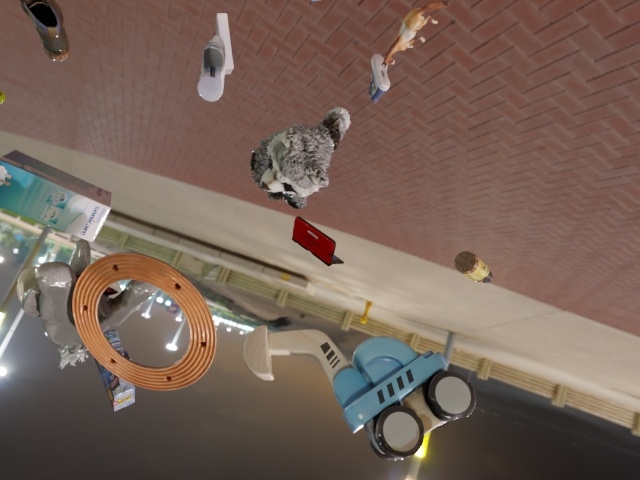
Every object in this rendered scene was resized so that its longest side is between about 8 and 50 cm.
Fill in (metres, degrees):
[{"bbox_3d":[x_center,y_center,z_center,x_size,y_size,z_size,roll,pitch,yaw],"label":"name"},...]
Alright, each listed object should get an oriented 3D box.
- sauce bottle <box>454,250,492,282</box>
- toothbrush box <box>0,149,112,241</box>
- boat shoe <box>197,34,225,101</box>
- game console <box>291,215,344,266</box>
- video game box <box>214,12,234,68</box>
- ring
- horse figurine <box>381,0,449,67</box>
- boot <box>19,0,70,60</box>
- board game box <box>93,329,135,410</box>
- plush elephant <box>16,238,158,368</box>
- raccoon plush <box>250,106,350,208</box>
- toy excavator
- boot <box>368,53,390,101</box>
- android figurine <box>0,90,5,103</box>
[{"bbox_3d":[0.284,0.053,0.759,0.042,0.042,0.128,9,172,38],"label":"sauce bottle"},{"bbox_3d":[-0.795,-0.134,1.238,0.296,0.126,0.216,26,-175,-31],"label":"toothbrush box"},{"bbox_3d":[-0.376,-0.606,1.478,0.095,0.084,0.258,17,151,-17],"label":"boat shoe"},{"bbox_3d":[0.000,0.000,1.143,0.144,0.085,0.124,34,135,25],"label":"game console"},{"bbox_3d":[-0.402,-0.811,1.732,0.048,0.205,0.187,-9,-163,-16],"label":"video game box"},{"bbox_3d":[-0.380,0.179,0.901,0.337,0.336,0.032,19,-158,3],"label":"ring"},{"bbox_3d":[0.327,-0.737,1.456,0.066,0.174,0.263,58,147,10],"label":"horse figurine"},{"bbox_3d":[-0.648,-0.548,0.969,0.106,0.082,0.219,-23,92,62],"label":"boot"},{"bbox_3d":[-0.562,0.360,1.150,0.060,0.194,0.194,-15,165,-42],"label":"board game box"},{"bbox_3d":[-0.621,0.126,1.071,0.272,0.330,0.255,8,-145,-46],"label":"plush elephant"},{"bbox_3d":[-0.023,-0.285,1.137,0.216,0.446,0.299,34,159,-17],"label":"raccoon plush"},{"bbox_3d":[0.082,0.339,1.056,0.445,0.433,0.222,55,166,26],"label":"toy excavator"},{"bbox_3d":[0.212,-0.625,1.595,0.069,0.190,0.086,13,147,-22],"label":"boot"},{"bbox_3d":[-1.062,-0.497,1.219,0.273,0.056,0.248,-11,137,32],"label":"android figurine"}]
